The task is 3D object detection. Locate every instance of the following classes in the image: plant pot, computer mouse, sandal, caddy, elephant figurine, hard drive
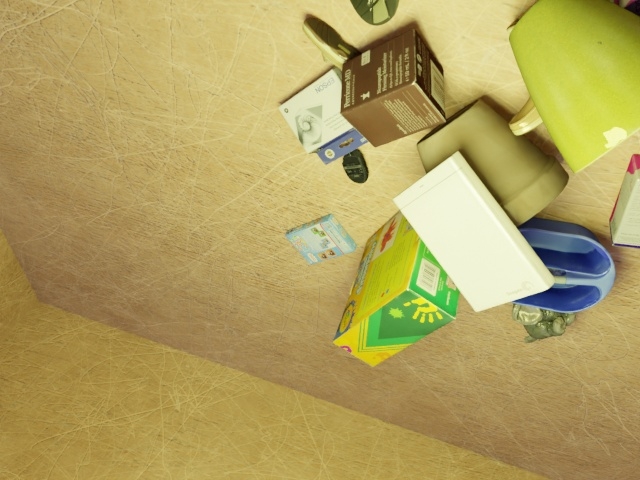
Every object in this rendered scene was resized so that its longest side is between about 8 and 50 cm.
[{"bbox_3d":[0.506,-0.327,0.967,0.293,0.275,0.275,53,137,9],"label":"plant pot"},{"bbox_3d":[0.088,-0.276,1.508,0.071,0.041,0.242,1,128,34],"label":"computer mouse"},{"bbox_3d":[0.400,-0.186,1.283,0.323,0.323,0.280,-30,100,42],"label":"plant pot"},{"bbox_3d":[0.102,-0.630,1.111,0.120,0.086,0.302,-7,115,37],"label":"sandal"},{"bbox_3d":[0.640,0.071,1.448,0.341,0.179,0.241,10,117,15],"label":"caddy"},{"bbox_3d":[0.680,0.195,1.643,0.239,0.186,0.169,41,170,-3],"label":"elephant figurine"},{"bbox_3d":[0.344,-0.008,1.192,0.353,0.047,0.233,53,147,1],"label":"hard drive"}]

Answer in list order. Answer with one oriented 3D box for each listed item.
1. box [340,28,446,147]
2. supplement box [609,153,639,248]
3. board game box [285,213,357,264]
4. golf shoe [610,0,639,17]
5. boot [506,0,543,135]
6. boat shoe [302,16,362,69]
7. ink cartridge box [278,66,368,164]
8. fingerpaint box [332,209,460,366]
[{"bbox_3d":[0.178,-0.362,1.240,0.203,0.168,0.167,-15,150,34],"label":"box"},{"bbox_3d":[0.823,-0.095,1.291,0.114,0.111,0.220,7,135,18],"label":"supplement box"},{"bbox_3d":[0.000,0.000,1.819,0.211,0.039,0.160,-19,122,37],"label":"board game box"},{"bbox_3d":[0.585,-0.523,0.950,0.115,0.140,0.306,-14,124,36],"label":"golf shoe"},{"bbox_3d":[0.471,-0.385,1.120,0.203,0.095,0.262,38,108,-13],"label":"boot"},{"bbox_3d":[0.024,-0.484,1.303,0.190,0.068,0.072,37,148,-14],"label":"boat shoe"},{"bbox_3d":[0.021,-0.336,1.435,0.223,0.045,0.224,-24,109,39],"label":"ink cartridge box"},{"bbox_3d":[0.248,0.097,1.501,0.163,0.444,0.371,33,137,-10],"label":"fingerpaint box"}]
